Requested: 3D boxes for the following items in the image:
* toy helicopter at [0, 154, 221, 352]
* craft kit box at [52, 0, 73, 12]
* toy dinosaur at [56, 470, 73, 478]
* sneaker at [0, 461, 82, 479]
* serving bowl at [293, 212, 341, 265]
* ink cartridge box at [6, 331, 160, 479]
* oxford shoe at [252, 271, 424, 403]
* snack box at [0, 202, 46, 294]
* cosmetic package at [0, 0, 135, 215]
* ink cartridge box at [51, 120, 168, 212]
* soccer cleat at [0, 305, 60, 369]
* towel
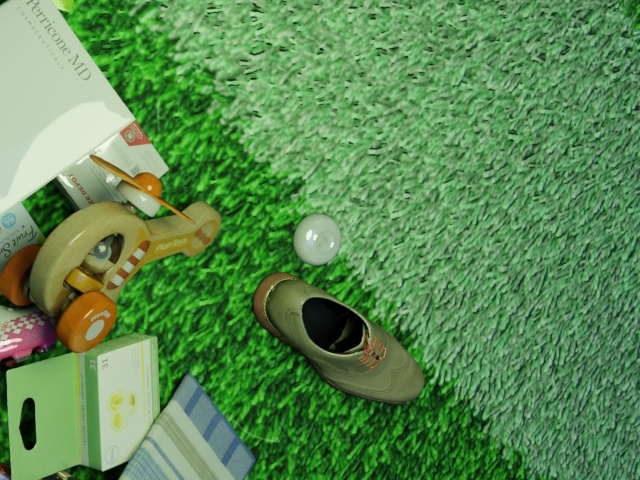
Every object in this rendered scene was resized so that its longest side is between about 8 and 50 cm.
[{"bbox_3d":[-0.246,-0.009,1.624,0.355,0.140,0.235,-18,139,-57],"label":"toy helicopter"},{"bbox_3d":[-0.409,-0.445,1.544,0.250,0.061,0.247,14,94,-32],"label":"craft kit box"},{"bbox_3d":[-0.332,0.397,1.730,0.112,0.064,0.211,-12,104,-28],"label":"toy dinosaur"},{"bbox_3d":[-0.407,0.381,1.662,0.262,0.099,0.121,26,119,-22],"label":"sneaker"},{"bbox_3d":[0.000,0.000,1.887,0.083,0.027,0.083,-6,102,-30],"label":"serving bowl"},{"bbox_3d":[-0.319,0.234,1.668,0.235,0.056,0.171,-15,108,-54],"label":"ink cartridge box"},{"bbox_3d":[0.051,0.173,1.887,0.348,0.130,0.123,32,81,-32],"label":"oxford shoe"},{"bbox_3d":[-0.433,-0.010,1.612,0.100,0.037,0.141,-38,116,-20],"label":"snack box"},{"bbox_3d":[-0.449,-0.119,1.490,0.385,0.156,0.217,-40,103,-18],"label":"cosmetic package"},{"bbox_3d":[-0.294,-0.096,1.671,0.135,0.056,0.099,-42,116,-19],"label":"ink cartridge box"},{"bbox_3d":[-0.466,0.114,1.561,0.331,0.116,0.143,-19,86,-41],"label":"soccer cleat"},{"bbox_3d":[-0.205,0.361,1.750,0.209,0.034,0.285,58,41,-28],"label":"towel"}]
